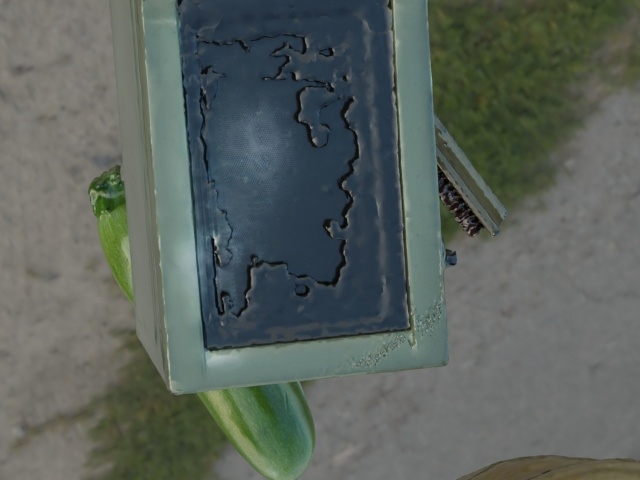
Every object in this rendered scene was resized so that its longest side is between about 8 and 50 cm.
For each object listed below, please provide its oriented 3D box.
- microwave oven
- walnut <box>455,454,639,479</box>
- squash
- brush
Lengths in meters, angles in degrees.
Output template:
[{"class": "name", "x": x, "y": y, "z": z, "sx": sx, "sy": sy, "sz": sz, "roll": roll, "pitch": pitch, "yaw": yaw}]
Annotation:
[{"class": "microwave oven", "x": -0.030, "y": -0.093, "z": 1.119, "sx": 0.218, "sy": 0.355, "sz": 0.286, "roll": -5, "pitch": -175, "yaw": -10}, {"class": "walnut", "x": 0.208, "y": 0.336, "z": 1.198, "sx": 0.381, "sy": 0.381, "sz": 0.381, "roll": -21, "pitch": 149, "yaw": -13}, {"class": "squash", "x": -0.118, "y": 0.093, "z": 1.650, "sx": 0.107, "sy": 0.395, "sz": 0.107, "roll": -32, "pitch": -170, "yaw": 6}, {"class": "brush", "x": 0.078, "y": -0.104, "z": 1.356, "sx": 0.036, "sy": 0.248, "sz": 0.043, "roll": -31, "pitch": -166, "yaw": 29}]
